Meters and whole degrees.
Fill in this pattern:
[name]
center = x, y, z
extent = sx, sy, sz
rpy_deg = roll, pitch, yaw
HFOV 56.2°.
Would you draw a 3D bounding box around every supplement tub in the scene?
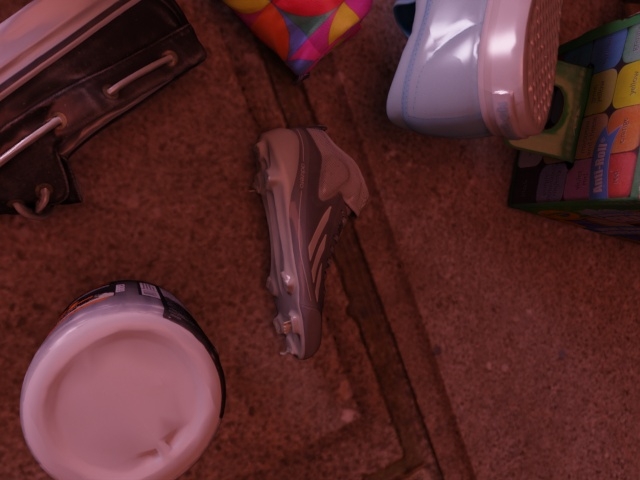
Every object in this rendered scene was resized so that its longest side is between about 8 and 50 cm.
[supplement tub]
center = -0.139, 0.090, 0.429
extent = 0.117, 0.190, 0.117
rpy_deg = -1, 92, -19

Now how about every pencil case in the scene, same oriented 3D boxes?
[pencil case]
center = -0.061, -0.242, 0.493
extent = 0.236, 0.104, 0.104
rpy_deg = 43, 79, -17

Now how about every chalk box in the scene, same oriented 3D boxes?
[chalk box]
center = 0.314, -0.098, 0.576
extent = 0.289, 0.179, 0.180
rpy_deg = 13, 88, -18

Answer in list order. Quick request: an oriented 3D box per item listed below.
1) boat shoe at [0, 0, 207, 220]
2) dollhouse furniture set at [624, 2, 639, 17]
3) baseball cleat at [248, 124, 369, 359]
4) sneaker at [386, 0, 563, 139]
[boat shoe]
center = -0.218, -0.070, 0.432
extent = 0.335, 0.121, 0.119
rpy_deg = -46, 108, -10
[dollhouse furniture set]
center = 0.427, -0.349, 0.578
extent = 0.135, 0.262, 0.259
rpy_deg = 12, 57, -20
[baseball cleat]
center = 0.000, 0.000, 0.535
extent = 0.109, 0.072, 0.206
rpy_deg = -11, 99, -24
[sneaker]
center = 0.139, -0.251, 0.541
extent = 0.135, 0.150, 0.366
rpy_deg = 52, 48, -48
